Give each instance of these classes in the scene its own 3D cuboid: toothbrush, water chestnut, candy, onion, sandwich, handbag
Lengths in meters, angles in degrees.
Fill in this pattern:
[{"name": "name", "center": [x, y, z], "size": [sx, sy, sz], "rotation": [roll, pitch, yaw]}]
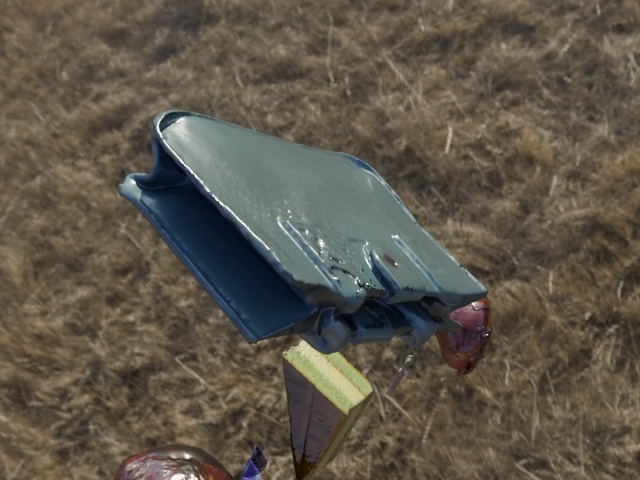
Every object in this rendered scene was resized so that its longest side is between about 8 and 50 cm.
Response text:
[{"name": "toothbrush", "center": [0.149, 0.256, 1.614], "size": [0.014, 0.194, 0.017], "rotation": [29, 62, 7]}, {"name": "water chestnut", "center": [-0.256, 0.508, 1.577], "size": [0.289, 0.289, 0.244], "rotation": [-14, 43, 16]}, {"name": "candy", "center": [-0.099, 0.463, 1.349], "size": [0.070, 0.145, 0.275], "rotation": [-3, 55, -1]}, {"name": "onion", "center": [0.304, 0.199, 1.871], "size": [0.147, 0.184, 0.184], "rotation": [9, 60, 15]}, {"name": "sandwich", "center": [-0.019, 0.277, 1.400], "size": [0.144, 0.117, 0.187], "rotation": [37, 118, 19]}, {"name": "handbag", "center": [0.000, 0.000, 0.550], "size": [0.179, 0.229, 0.062], "rotation": [45, 112, 32]}]

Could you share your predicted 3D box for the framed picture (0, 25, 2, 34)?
[{"name": "framed picture", "center": [-0.449, -0.155, 0.839], "size": [0.244, 0.013, 0.324], "rotation": [-14, 26, -9]}]
